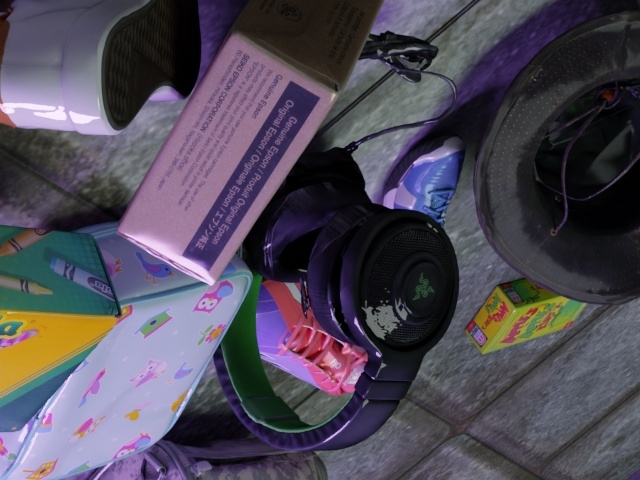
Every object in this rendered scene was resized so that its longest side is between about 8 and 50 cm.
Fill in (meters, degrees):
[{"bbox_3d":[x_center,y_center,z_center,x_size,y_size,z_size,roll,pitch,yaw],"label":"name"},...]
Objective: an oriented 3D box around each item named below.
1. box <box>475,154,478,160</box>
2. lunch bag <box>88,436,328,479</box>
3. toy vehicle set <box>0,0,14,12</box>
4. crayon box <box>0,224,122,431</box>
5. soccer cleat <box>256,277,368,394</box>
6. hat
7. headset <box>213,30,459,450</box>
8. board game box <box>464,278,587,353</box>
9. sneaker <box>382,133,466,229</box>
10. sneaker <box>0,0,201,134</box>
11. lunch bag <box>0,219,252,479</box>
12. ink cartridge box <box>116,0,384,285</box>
[{"bbox_3d":[0.269,-0.116,1.758,0.201,0.021,0.164,-38,155,0],"label":"box"},{"bbox_3d":[-0.144,0.336,1.796,0.305,0.212,0.256,7,114,-57],"label":"lunch bag"},{"bbox_3d":[-0.213,-0.201,0.975,0.267,0.035,0.166,-38,155,2],"label":"toy vehicle set"},{"bbox_3d":[-0.305,0.062,1.134,0.278,0.081,0.165,6,139,-42],"label":"crayon box"},{"bbox_3d":[-0.004,0.105,1.667,0.108,0.116,0.318,-43,154,12],"label":"soccer cleat"},{"bbox_3d":[0.281,-0.099,1.638,0.331,0.134,0.331,-10,118,-19],"label":"hat"},{"bbox_3d":[0.000,0.000,1.391,0.185,0.243,0.394,7,114,-42],"label":"headset"},{"bbox_3d":[0.284,0.089,2.096,0.181,0.043,0.092,-13,146,-42],"label":"board game box"},{"bbox_3d":[0.105,-0.024,1.633,0.080,0.081,0.211,-15,145,-36],"label":"sneaker"},{"bbox_3d":[-0.157,-0.137,1.052,0.290,0.123,0.105,-52,142,-73],"label":"sneaker"},{"bbox_3d":[-0.192,0.098,1.425,0.224,0.108,0.279,-17,150,-44],"label":"lunch bag"},{"bbox_3d":[-0.041,-0.109,1.158,0.193,0.088,0.234,-57,-174,35],"label":"ink cartridge box"}]
